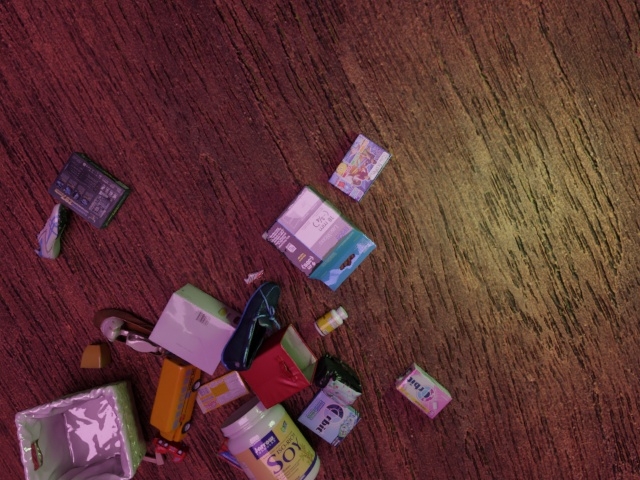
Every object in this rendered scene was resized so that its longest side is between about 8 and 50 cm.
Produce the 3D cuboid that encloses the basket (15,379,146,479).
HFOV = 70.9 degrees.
[{"bbox_3d":[-0.830,0.698,1.609,0.332,0.266,0.327,-15,85,-9],"label":"basket"}]

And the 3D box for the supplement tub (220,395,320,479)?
[{"bbox_3d":[-0.184,0.749,1.632,0.241,0.241,0.331,-36,89,8],"label":"supplement tub"}]

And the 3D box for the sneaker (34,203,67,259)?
[{"bbox_3d":[-0.985,-0.034,1.638,0.086,0.085,0.237,21,114,-17],"label":"sneaker"}]

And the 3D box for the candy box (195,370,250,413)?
[{"bbox_3d":[-0.385,0.580,1.736,0.206,0.027,0.105,-26,96,7],"label":"candy box"}]

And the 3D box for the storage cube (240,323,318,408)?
[{"bbox_3d":[-0.149,0.447,1.612,0.193,0.215,0.183,-34,95,14],"label":"storage cube"}]

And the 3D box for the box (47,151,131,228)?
[{"bbox_3d":[-0.841,-0.181,1.640,0.233,0.059,0.183,36,98,-3],"label":"box"}]

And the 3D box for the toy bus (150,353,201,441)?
[{"bbox_3d":[-0.542,0.591,1.681,0.108,0.130,0.332,19,99,23],"label":"toy bus"}]

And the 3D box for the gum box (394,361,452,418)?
[{"bbox_3d":[0.375,0.552,1.665,0.188,0.062,0.107,41,98,-3],"label":"gum box"}]

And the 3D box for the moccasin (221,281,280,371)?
[{"bbox_3d":[-0.210,0.306,1.569,0.117,0.137,0.341,7,59,31],"label":"moccasin"}]

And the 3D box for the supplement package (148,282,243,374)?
[{"bbox_3d":[-0.442,0.318,1.642,0.262,0.145,0.203,31,99,-2],"label":"supplement package"}]

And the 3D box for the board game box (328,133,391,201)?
[{"bbox_3d":[0.138,-0.253,1.580,0.136,0.035,0.201,35,99,-1],"label":"board game box"}]

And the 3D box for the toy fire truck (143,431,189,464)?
[{"bbox_3d":[-0.633,0.838,1.778,0.192,0.047,0.135,28,99,-2],"label":"toy fire truck"}]

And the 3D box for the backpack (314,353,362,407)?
[{"bbox_3d":[0.064,0.523,1.652,0.182,0.152,0.115,38,104,-15],"label":"backpack"}]

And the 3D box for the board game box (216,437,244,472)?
[{"bbox_3d":[-0.253,0.857,1.768,0.282,0.027,0.145,32,98,-1],"label":"board game box"}]

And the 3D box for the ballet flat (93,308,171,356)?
[{"bbox_3d":[-0.708,0.351,1.675,0.343,0.124,0.116,24,99,0],"label":"ballet flat"}]

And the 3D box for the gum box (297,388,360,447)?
[{"bbox_3d":[0.033,0.673,1.715,0.184,0.041,0.156,37,98,-3],"label":"gum box"}]

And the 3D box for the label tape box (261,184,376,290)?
[{"bbox_3d":[0.000,0.000,1.590,0.334,0.106,0.240,41,99,-2],"label":"label tape box"}]

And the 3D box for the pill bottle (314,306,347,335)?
[{"bbox_3d":[0.040,0.294,1.649,0.116,0.065,0.065,-35,94,7],"label":"pill bottle"}]

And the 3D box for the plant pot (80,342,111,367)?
[{"bbox_3d":[-0.857,0.437,1.722,0.082,0.081,0.083,1,88,4],"label":"plant pot"}]

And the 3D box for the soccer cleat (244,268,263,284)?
[{"bbox_3d":[-0.246,0.130,1.663,0.083,0.029,0.035,-40,98,13],"label":"soccer cleat"}]
